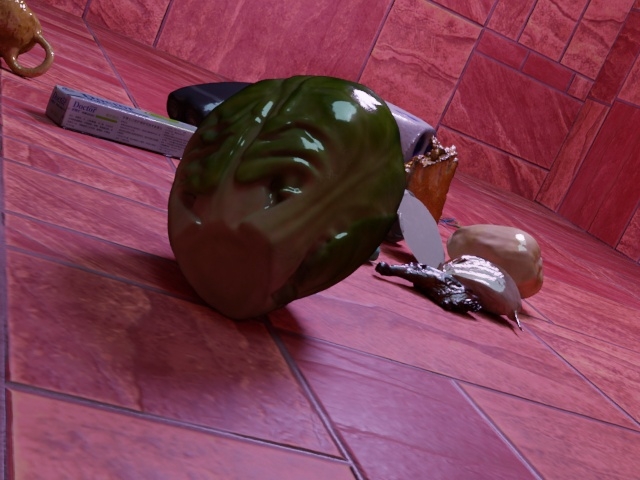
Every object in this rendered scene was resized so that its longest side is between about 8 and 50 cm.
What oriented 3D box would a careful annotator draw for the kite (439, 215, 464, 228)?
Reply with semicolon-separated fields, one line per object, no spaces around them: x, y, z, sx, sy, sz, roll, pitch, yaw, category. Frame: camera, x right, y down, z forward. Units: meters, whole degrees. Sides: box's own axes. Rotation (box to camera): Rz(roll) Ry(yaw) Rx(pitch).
0.285;-0.075;2.591;0.286;0.015;0.152;16;18;-26;kite

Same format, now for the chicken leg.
0.199;0.080;1.698;0.205;0.053;0.093;22;26;7;chicken leg

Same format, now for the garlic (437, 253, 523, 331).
0.315;0.101;1.783;0.198;0.090;0.128;35;29;14;garlic

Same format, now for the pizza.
0.242;-0.137;2.171;0.081;0.228;0.289;29;-16;31;pizza

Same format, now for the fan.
0.181;-0.080;1.962;0.182;0.010;0.310;-23;88;-60;fan

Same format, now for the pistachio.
0.369;0.044;1.974;0.157;0.157;0.230;12;5;-45;pistachio

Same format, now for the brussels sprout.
-0.049;-0.055;1.227;0.289;0.281;0.354;2;36;28;brussels sprout

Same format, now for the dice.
0.118;-0.211;2.275;0.251;0.259;0.243;30;16;18;dice

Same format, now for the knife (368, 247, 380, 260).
0.000;0.000;1.694;0.260;0.034;0.063;12;13;-35;knife

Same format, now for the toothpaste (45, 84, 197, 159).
-0.368;-0.224;1.842;0.337;0.067;0.081;13;14;-43;toothpaste

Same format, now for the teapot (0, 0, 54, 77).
-0.713;-0.463;2.011;0.311;0.167;0.203;44;-12;-1;teapot

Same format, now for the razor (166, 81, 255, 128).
-0.195;-0.323;2.275;0.349;0.113;0.204;-13;32;-39;razor

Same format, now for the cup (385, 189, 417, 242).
0.135;-0.064;2.049;0.141;0.120;0.120;19;5;42;cup
